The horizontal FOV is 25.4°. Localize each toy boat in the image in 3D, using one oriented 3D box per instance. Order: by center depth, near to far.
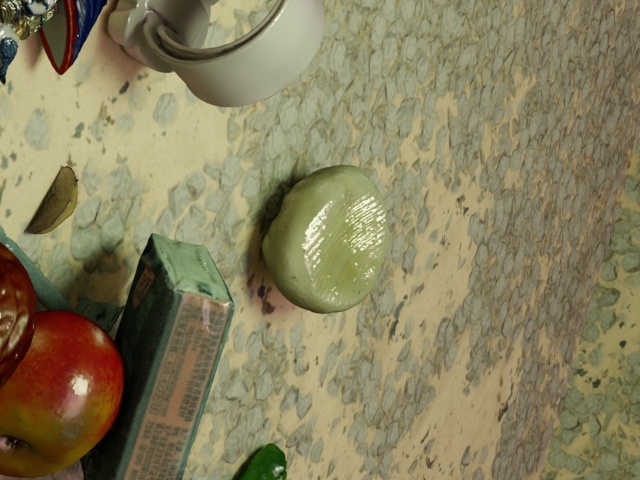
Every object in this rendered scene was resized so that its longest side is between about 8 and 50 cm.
[{"bbox_3d":[-0.349,-0.265,1.466,0.318,0.072,0.219,-12,115,-48],"label":"toy boat"}]

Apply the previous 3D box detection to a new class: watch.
[{"bbox_3d":[-0.114,-0.298,1.675,0.244,0.231,0.196,-64,146,-15],"label":"watch"}]

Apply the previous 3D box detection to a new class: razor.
[{"bbox_3d":[-0.323,0.054,1.648,0.106,0.068,0.232,-61,141,-27],"label":"razor"}]

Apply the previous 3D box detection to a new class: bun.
[{"bbox_3d":[0.000,0.000,2.102,0.231,0.133,0.231,-17,112,-48],"label":"bun"}]

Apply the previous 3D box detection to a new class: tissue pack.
[{"bbox_3d":[-0.197,0.173,1.694,0.228,0.103,0.315,-126,-127,-70],"label":"tissue pack"}]

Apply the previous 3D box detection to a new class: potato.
[{"bbox_3d":[-0.301,-0.038,1.657,0.093,0.037,0.036,-65,154,-21],"label":"potato"}]

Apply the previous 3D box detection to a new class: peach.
[{"bbox_3d":[-0.316,0.164,1.584,0.192,0.190,0.190,-77,163,-56],"label":"peach"}]

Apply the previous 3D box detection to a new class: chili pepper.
[{"bbox_3d":[-0.114,0.415,2.141,0.257,0.074,0.100,-58,146,-31],"label":"chili pepper"}]

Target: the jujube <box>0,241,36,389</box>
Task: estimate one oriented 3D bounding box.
[{"bbox_3d":[-0.410,0.106,1.378,0.290,0.197,0.197,-40,136,-27],"label":"jujube"}]
